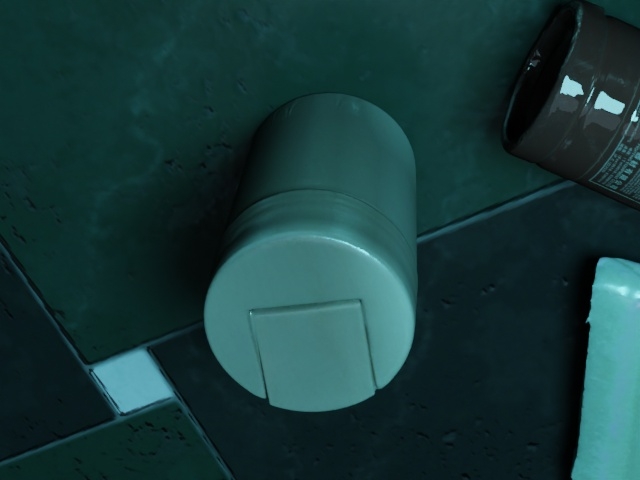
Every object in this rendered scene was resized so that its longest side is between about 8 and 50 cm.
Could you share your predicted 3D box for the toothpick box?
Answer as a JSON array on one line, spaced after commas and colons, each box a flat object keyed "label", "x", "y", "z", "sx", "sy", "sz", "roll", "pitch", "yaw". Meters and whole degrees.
[{"label": "toothpick box", "x": 0.000, "y": 0.000, "z": 0.730, "sx": 0.111, "sy": 0.181, "sz": 0.111, "roll": 2, "pitch": 120, "yaw": 3}]

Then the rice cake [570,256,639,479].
[{"label": "rice cake", "x": 0.249, "y": 0.115, "z": 0.833, "sx": 0.189, "sy": 0.037, "sz": 0.198, "roll": 15, "pitch": 126, "yaw": 9}]

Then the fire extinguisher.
[{"label": "fire extinguisher", "x": 0.240, "y": -0.035, "z": 0.737, "sx": 0.269, "sy": 0.105, "sz": 0.105, "roll": 23, "pitch": 119, "yaw": -8}]
